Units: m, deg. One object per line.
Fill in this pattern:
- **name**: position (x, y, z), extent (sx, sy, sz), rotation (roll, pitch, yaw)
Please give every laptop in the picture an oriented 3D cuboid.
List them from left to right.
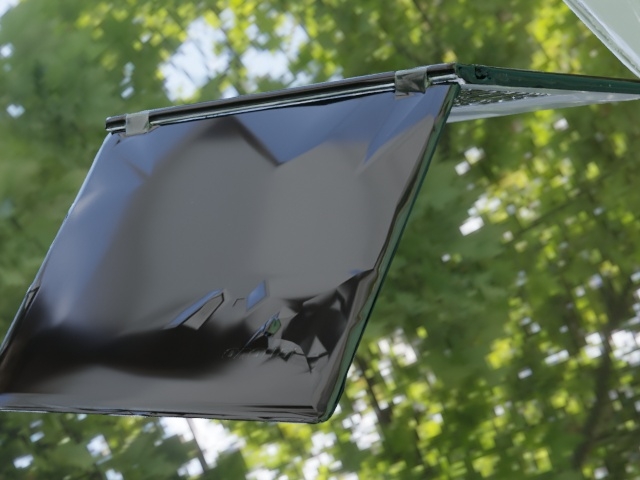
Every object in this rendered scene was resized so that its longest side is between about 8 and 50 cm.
- **laptop**: position (0.000, 0.000, 1.269), extent (0.408, 0.382, 0.236), rotation (-2, -91, -46)

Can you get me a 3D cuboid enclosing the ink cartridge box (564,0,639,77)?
- **ink cartridge box**: position (0.245, -0.175, 0.720), extent (0.131, 0.226, 0.306), rotation (51, -152, 23)
